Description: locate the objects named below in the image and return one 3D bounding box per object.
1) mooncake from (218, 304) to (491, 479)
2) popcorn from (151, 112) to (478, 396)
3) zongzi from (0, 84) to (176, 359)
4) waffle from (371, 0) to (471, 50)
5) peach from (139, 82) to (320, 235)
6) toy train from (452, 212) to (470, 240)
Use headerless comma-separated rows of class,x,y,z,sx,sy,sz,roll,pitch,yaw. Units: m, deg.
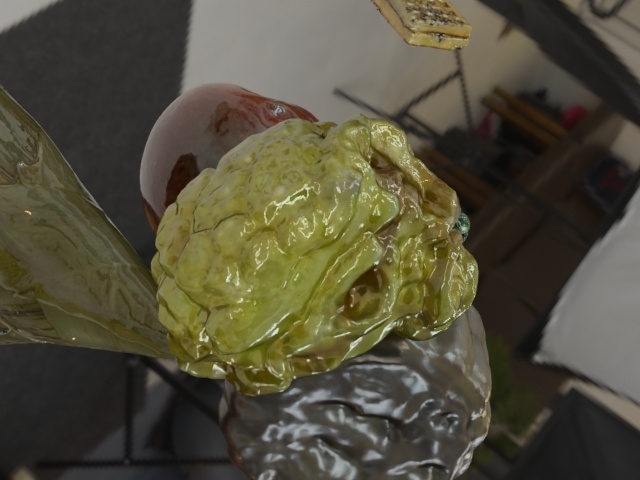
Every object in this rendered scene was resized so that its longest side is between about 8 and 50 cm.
mooncake,0.035,0.150,1.363,0.161,0.290,0.290,-85,-169,-50
popcorn,0.000,0.000,1.099,0.286,0.173,0.225,-13,133,-22
zongzi,-0.328,-0.070,1.390,0.181,0.418,0.447,-40,118,-28
waffle,0.132,-0.314,1.819,0.102,0.148,0.042,3,127,-30
peach,-0.099,-0.078,1.674,0.252,0.252,0.252,-46,160,-22
toy train,0.102,0.011,1.582,0.172,0.070,0.099,-22,-153,50
